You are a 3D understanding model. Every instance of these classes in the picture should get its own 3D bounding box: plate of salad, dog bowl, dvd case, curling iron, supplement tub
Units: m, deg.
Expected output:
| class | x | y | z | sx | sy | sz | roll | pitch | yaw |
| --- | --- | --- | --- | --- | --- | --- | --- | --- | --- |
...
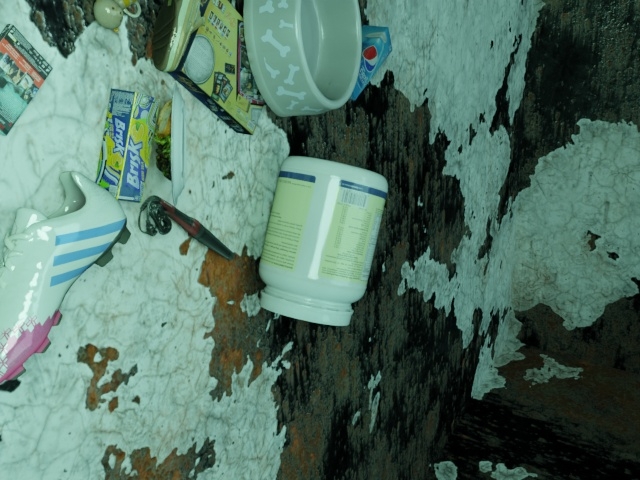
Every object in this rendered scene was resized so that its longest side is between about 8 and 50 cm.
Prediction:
| class | x | y | z | sx | sy | sz | roll | pitch | yaw |
| --- | --- | --- | --- | --- | --- | --- | --- | --- | --- |
| plate of salad | -0.243 | -0.155 | 1.195 | 0.200 | 0.048 | 0.199 | 180 | -90 | -82 |
| dog bowl | -0.019 | -0.410 | 1.445 | 0.349 | 0.102 | 0.348 | 3 | 90 | -65 |
| dvd case | -0.412 | -0.211 | 0.973 | 0.119 | 0.013 | 0.087 | -66 | 150 | -21 |
| curling iron | -0.239 | -0.012 | 1.347 | 0.274 | 0.035 | 0.068 | 34 | 76 | -59 |
| supplement tub | 0.000 | 0.000 | 1.572 | 0.235 | 0.236 | 0.324 | 10 | 93 | -62 |

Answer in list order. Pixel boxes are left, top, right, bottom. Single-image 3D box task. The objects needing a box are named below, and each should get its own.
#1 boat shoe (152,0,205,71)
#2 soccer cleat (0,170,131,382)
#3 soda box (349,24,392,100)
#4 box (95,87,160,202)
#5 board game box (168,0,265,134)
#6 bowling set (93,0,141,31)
| class | x | y | z | sx | sy | sz | roll | pitch | yaw |
| --- | --- | --- | --- | --- | --- | --- | --- | --- | --- |
| boat shoe | -0.217 | -0.358 | 1.189 | 0.072 | 0.068 | 0.189 | 12 | 91 | -45 |
| soccer cleat | -0.403 | 0.043 | 1.020 | 0.143 | 0.116 | 0.331 | 55 | 50 | -35 |
| soda box | 0.091 | -0.419 | 1.732 | 0.210 | 0.071 | 0.067 | -57 | 146 | -33 |
| box | -0.303 | -0.146 | 1.155 | 0.059 | 0.054 | 0.168 | 4 | 99 | -61 |
| board game box | -0.170 | -0.318 | 1.335 | 0.243 | 0.042 | 0.165 | 39 | 68 | -59 |
| bowling set | -0.258 | -0.423 | 0.981 | 0.154 | 0.200 | 0.287 | -61 | 144 | -24 |
